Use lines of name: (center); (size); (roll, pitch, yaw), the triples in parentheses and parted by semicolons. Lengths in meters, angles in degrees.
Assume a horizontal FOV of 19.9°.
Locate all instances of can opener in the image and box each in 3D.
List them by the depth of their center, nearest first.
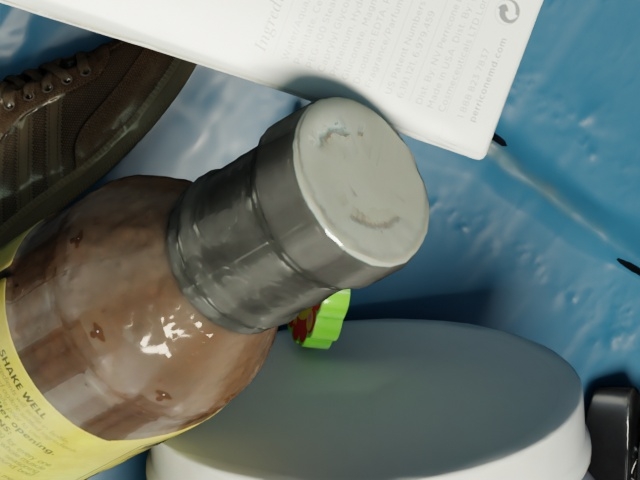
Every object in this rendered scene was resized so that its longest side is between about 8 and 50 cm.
can opener: (0.193, 0.162, 1.018); (0.059, 0.073, 0.186); (-32, 121, -44)

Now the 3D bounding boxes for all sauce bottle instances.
sauce bottle: (-0.096, 0.042, 0.778); (0.111, 0.111, 0.344); (42, 136, -20)

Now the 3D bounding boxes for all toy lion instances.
toy lion: (0.000, 0.000, 0.897); (0.034, 0.100, 0.096); (7, 121, -15)

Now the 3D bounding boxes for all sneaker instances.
sneaker: (-0.140, -0.051, 0.864); (0.188, 0.066, 0.071); (-43, 110, 2)

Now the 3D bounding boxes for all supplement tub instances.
supplement tub: (0.031, 0.227, 0.894); (0.241, 0.241, 0.331); (-8, 108, -11)

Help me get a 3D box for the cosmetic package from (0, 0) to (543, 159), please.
cosmetic package: (-0.038, -0.153, 0.772); (0.225, 0.224, 0.138); (15, 103, -17)
